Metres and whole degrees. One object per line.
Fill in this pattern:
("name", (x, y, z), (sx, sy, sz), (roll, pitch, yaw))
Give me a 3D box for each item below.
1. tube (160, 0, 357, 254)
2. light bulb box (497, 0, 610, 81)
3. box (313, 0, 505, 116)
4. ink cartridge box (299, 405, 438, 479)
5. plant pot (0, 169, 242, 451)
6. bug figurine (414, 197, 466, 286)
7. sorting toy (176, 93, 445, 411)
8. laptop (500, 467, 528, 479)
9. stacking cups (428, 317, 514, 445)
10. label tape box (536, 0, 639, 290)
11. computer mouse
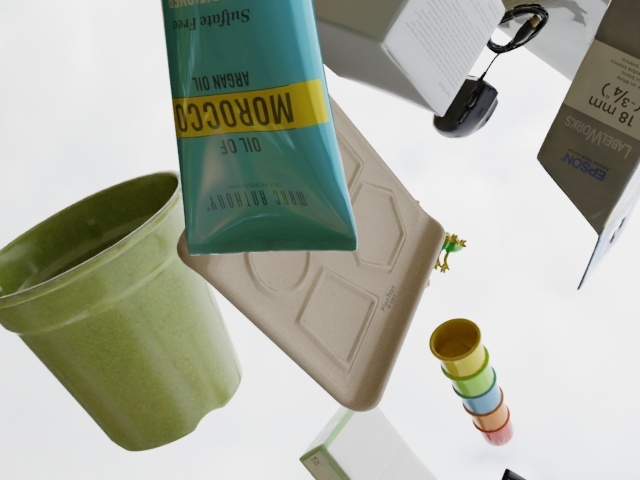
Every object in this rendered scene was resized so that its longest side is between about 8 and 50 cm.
("tube", (-0.033, -0.096, 0.359), (0.080, 0.052, 0.207), (0, -76, 35))
("light bulb box", (0.496, -0.418, 1.416), (0.225, 0.358, 0.361), (-1, -115, 60))
("box", (0.044, -0.150, 0.602), (0.101, 0.102, 0.087), (29, -95, 36))
("ink cartridge box", (0.092, 0.347, 1.330), (0.056, 0.171, 0.235), (-39, -90, 29))
("plant pot", (-0.224, 0.094, 1.098), (0.276, 0.276, 0.254), (-2, -58, 46))
("bug figurine", (0.138, 0.012, 1.736), (0.279, 0.216, 0.072), (-56, -167, 39))
("sorting toy", (0.000, 0.000, 0.721), (0.038, 0.208, 0.193), (-12, -136, 46))
("laptop", (0.263, 0.342, 0.860), (0.234, 0.264, 0.136), (30, -96, 4))
("stacking cups", (0.283, 0.276, 1.721), (0.096, 0.316, 0.096), (-14, -138, 13))
("label tape box", (0.338, -0.141, 1.038), (0.106, 0.240, 0.334), (30, -62, 19))
("computer mouse", (0.200, -0.194, 1.132), (0.242, 0.071, 0.041), (120, -11, -55))
